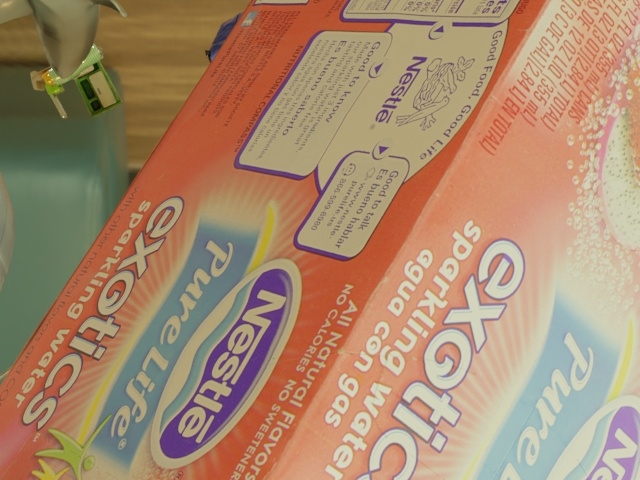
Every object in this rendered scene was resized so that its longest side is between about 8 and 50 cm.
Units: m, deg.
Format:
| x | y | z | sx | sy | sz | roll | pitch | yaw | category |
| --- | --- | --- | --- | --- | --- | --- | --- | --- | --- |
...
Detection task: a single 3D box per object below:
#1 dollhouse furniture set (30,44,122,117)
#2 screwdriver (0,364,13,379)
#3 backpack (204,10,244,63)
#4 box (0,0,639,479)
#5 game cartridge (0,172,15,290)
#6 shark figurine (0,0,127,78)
| x | y | z | sx | sy | sz | roll | pitch | yaw | category |
| --- | --- | --- | --- | --- | --- | --- | --- | --- | --- |
| -0.249 | -0.161 | 1.382 | 0.076 | 0.151 | 0.058 | -26 | 95 | 0 | dollhouse furniture set |
| -0.343 | 0.155 | 1.247 | 0.170 | 0.025 | 0.024 | -39 | 140 | 17 | screwdriver |
| -0.060 | -0.204 | 1.449 | 0.101 | 0.120 | 0.098 | -23 | 114 | 11 | backpack |
| 0.011 | 0.046 | 0.426 | 0.142 | 0.154 | 0.300 | 40 | 73 | -34 | box |
| -0.350 | -0.001 | 1.077 | 0.196 | 0.294 | 0.060 | -22 | 122 | -2 | game cartridge |
| -0.205 | -0.178 | 0.959 | 0.116 | 0.278 | 0.166 | 31 | 107 | 14 | shark figurine |
